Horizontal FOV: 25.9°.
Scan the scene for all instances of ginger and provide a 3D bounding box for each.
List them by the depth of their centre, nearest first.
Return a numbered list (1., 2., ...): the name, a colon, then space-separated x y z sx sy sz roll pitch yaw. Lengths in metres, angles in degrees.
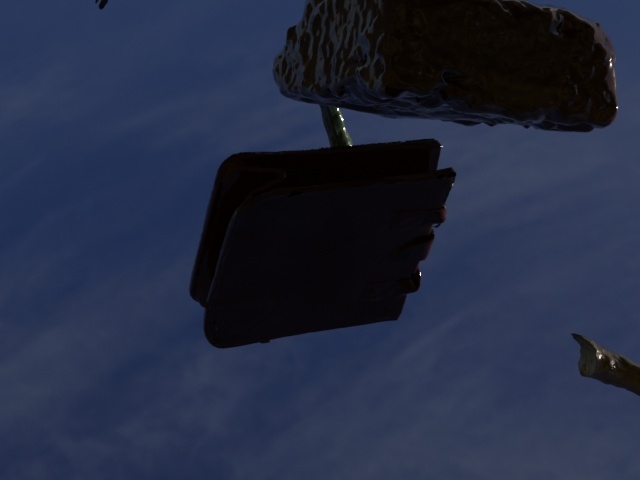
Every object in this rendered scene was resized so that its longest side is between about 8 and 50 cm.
1. ginger: 0.340 0.150 1.592 0.044 0.137 0.057 -67 -171 -16

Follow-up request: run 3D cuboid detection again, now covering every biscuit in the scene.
1. biscuit: 0.155 -0.236 1.795 0.343 0.166 0.395 3 -175 -25

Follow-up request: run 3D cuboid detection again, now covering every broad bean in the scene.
1. broad bean: 0.035 -0.185 2.394 0.053 0.256 0.052 7 -140 36

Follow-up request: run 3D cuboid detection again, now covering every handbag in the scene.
1. handbag: 0.000 0.001 1.590 0.276 0.260 0.084 -4 -134 -24

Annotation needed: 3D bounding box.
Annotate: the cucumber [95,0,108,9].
1. cucumber: -0.224 -0.257 1.353 0.043 0.163 0.039 -35 -99 6
